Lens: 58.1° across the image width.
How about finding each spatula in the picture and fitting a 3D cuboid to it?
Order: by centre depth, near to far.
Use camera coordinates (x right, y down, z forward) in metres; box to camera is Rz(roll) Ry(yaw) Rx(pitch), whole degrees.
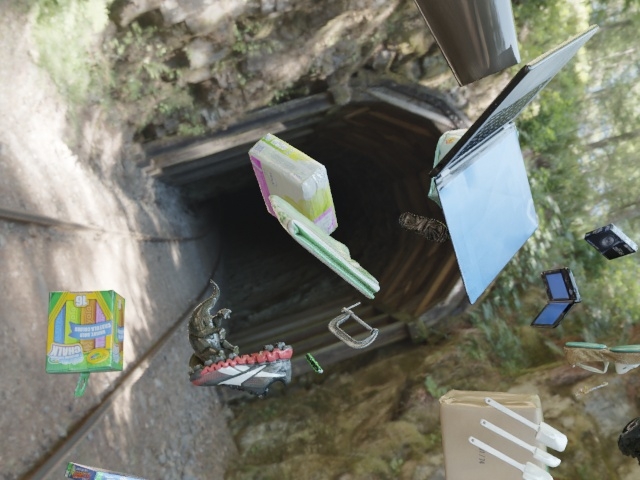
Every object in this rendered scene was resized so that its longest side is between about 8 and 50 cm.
[{"bbox_3d":[0.524,0.531,1.528,0.242,0.168,0.019,28,-27,9],"label":"spatula"}]

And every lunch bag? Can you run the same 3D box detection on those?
[{"bbox_3d":[0.463,-0.225,1.725,0.160,0.224,0.262,36,62,-47],"label":"lunch bag"}]

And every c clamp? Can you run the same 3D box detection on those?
[{"bbox_3d":[0.097,0.230,1.564,0.161,0.137,0.022,40,-39,46],"label":"c clamp"}]

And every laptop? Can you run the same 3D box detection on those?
[{"bbox_3d":[0.407,-0.147,1.107,0.236,0.382,0.408,46,-44,9],"label":"laptop"}]

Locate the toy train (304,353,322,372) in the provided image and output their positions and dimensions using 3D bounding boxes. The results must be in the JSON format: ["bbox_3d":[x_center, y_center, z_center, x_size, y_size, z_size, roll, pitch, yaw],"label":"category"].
[{"bbox_3d":[-0.017,0.334,1.562,0.024,0.017,0.083,41,-1,-34],"label":"toy train"}]

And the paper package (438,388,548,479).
[{"bbox_3d":[0.549,0.652,1.822,0.168,0.310,0.324,-6,92,-65],"label":"paper package"}]

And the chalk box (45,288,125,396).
[{"bbox_3d":[-0.668,0.297,1.653,0.180,0.179,0.288,123,-36,-74],"label":"chalk box"}]

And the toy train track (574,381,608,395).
[{"bbox_3d":[0.670,0.366,1.431,0.048,0.083,0.014,57,12,-73],"label":"toy train track"}]

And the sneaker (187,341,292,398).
[{"bbox_3d":[-0.200,0.354,1.499,0.097,0.276,0.134,133,-54,-78],"label":"sneaker"}]

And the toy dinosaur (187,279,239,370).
[{"bbox_3d":[-0.335,0.277,1.690,0.121,0.161,0.313,-32,114,-61],"label":"toy dinosaur"}]

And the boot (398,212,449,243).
[{"bbox_3d":[0.229,-0.023,1.231,0.121,0.045,0.099,24,2,27],"label":"boot"}]

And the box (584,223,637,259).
[{"bbox_3d":[0.620,0.004,1.233,0.083,0.018,0.067,37,-31,-14],"label":"box"}]

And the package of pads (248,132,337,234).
[{"bbox_3d":[-0.071,-0.136,1.649,0.229,0.101,0.296,34,-23,29],"label":"package of pads"}]

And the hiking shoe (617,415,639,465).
[{"bbox_3d":[0.659,0.372,1.139,0.304,0.113,0.132,42,58,-49],"label":"hiking shoe"}]

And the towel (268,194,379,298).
[{"bbox_3d":[0.000,0.000,1.266,0.248,0.038,0.325,38,6,-16],"label":"towel"}]

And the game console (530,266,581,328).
[{"bbox_3d":[0.468,0.118,1.179,0.122,0.071,0.107,118,-44,-82],"label":"game console"}]

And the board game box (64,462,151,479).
[{"bbox_3d":[-0.509,0.596,1.433,0.201,0.136,0.035,35,59,-41],"label":"board game box"}]

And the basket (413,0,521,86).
[{"bbox_3d":[0.305,-0.441,1.166,0.205,0.154,0.226,-13,-78,43],"label":"basket"}]

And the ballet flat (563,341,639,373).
[{"bbox_3d":[0.660,0.269,1.312,0.206,0.073,0.067,-8,-94,52],"label":"ballet flat"}]
